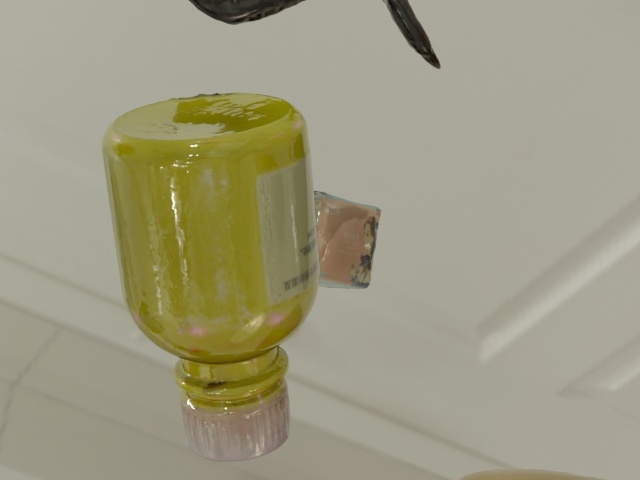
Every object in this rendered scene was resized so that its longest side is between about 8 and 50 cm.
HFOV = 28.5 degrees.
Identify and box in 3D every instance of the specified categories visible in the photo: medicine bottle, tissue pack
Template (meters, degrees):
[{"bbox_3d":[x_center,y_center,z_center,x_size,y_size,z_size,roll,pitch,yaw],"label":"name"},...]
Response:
[{"bbox_3d":[-0.060,0.026,0.766,0.122,0.122,0.212,-131,34,-65],"label":"medicine bottle"},{"bbox_3d":[0.000,0.000,1.024,0.059,0.094,0.074,4,86,34],"label":"tissue pack"}]

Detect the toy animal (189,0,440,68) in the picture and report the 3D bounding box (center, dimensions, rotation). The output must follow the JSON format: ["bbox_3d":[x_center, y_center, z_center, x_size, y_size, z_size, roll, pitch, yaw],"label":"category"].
[{"bbox_3d":[0.049,-0.231,0.962,0.273,0.197,0.160,-30,26,16],"label":"toy animal"}]

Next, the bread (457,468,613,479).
[{"bbox_3d":[0.277,0.366,1.032,0.376,0.253,0.347,0,90,36],"label":"bread"}]
